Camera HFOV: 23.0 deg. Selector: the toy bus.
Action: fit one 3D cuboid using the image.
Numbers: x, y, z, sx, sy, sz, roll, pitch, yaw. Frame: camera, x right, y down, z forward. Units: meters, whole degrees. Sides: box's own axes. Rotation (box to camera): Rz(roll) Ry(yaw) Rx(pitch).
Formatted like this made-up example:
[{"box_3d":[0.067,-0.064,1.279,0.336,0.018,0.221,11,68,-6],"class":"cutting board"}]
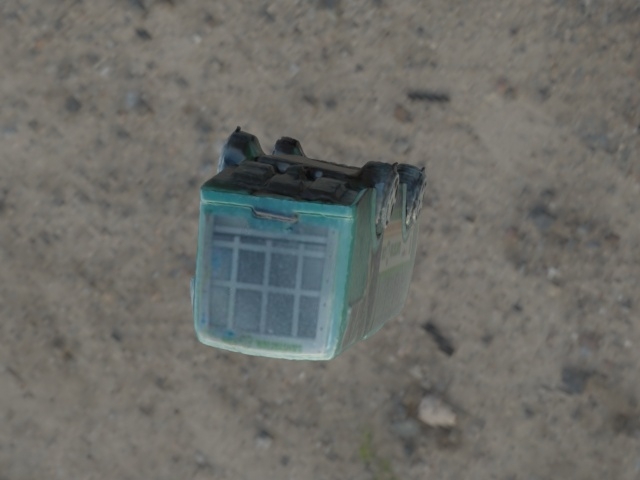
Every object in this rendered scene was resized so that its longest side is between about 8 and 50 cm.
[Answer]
[{"box_3d":[0.000,0.000,0.823,0.091,0.261,0.109,7,94,11],"class":"toy bus"}]
